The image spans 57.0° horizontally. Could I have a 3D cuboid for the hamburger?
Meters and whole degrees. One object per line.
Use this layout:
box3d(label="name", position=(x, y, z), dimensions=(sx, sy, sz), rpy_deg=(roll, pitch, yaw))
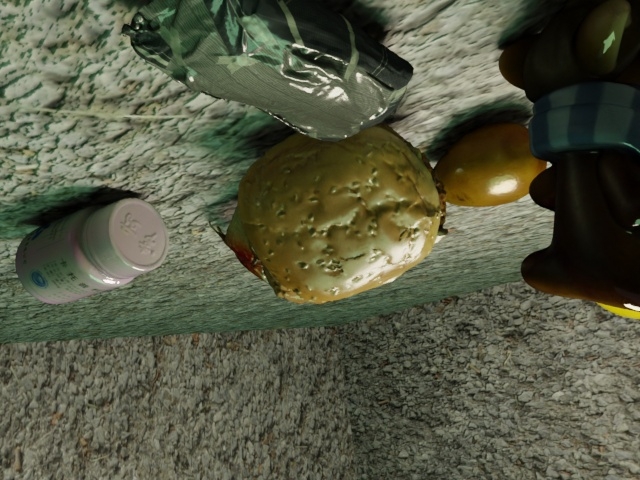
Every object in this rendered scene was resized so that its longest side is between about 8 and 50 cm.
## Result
box3d(label="hamburger", position=(0.031, -0.042, 0.843), dimensions=(0.283, 0.259, 0.144), rpy_deg=(-30, -165, 15))

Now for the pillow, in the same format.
box3d(label="pillow", position=(-0.025, -0.172, 0.590), dimensions=(0.162, 0.092, 0.335), rpy_deg=(-11, 168, 38))

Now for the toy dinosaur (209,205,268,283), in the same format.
box3d(label="toy dinosaur", position=(-0.129, -0.002, 1.196), dimensions=(0.207, 0.112, 0.327), rpy_deg=(27, 167, 38))

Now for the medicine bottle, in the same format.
box3d(label="medicine bottle", position=(-0.398, 0.019, 1.030), dimensions=(0.255, 0.151, 0.152), rpy_deg=(-16, 164, 32))

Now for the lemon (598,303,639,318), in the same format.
box3d(label="lemon", position=(0.650, -0.010, 1.150), dimensions=(0.348, 0.347, 0.348), rpy_deg=(-7, 166, -2))

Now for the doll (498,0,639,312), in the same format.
box3d(label="doll", position=(0.322, -0.088, 0.620), dimensions=(0.209, 0.339, 0.318), rpy_deg=(-7, 177, -3))

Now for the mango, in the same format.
box3d(label="mango", position=(0.265, -0.112, 0.942), dimensions=(0.152, 0.120, 0.221), rpy_deg=(-2, 172, -10))

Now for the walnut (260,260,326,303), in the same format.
box3d(label="walnut", position=(0.000, 0.000, 1.049), dimensions=(0.245, 0.198, 0.198), rpy_deg=(-44, 176, -17))
